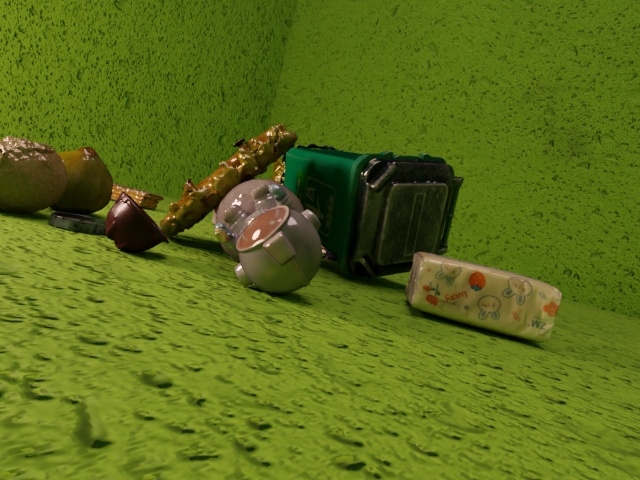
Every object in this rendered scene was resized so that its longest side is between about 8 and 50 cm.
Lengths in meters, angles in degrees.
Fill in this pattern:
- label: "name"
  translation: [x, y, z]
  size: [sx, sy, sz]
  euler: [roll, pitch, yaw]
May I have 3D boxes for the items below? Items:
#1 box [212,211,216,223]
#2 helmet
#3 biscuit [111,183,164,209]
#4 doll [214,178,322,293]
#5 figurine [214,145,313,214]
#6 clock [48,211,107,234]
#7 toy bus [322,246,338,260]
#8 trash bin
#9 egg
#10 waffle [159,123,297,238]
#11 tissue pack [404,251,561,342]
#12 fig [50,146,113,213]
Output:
- label: "box"
  translation: [-0.232, -0.071, 1.387]
  size: [0.203, 0.106, 0.252]
  euler: [11, 2, -21]
- label: "helmet"
  translation: [-0.252, -0.014, 0.568]
  size: [0.089, 0.057, 0.111]
  euler: [50, -13, -13]
- label: "biscuit"
  translation: [-0.714, -0.169, 1.441]
  size: [0.379, 0.054, 0.094]
  euler: [14, 2, 14]
- label: "doll"
  translation: [-0.072, -0.006, 0.598]
  size: [0.151, 0.151, 0.287]
  euler: [13, 10, -18]
- label: "figurine"
  translation: [-0.131, -0.108, 1.149]
  size: [0.187, 0.168, 0.315]
  euler: [-3, 32, 44]
- label: "clock"
  translation: [-0.366, -0.026, 0.650]
  size: [0.085, 0.017, 0.085]
  euler: [14, 3, -1]
- label: "toy bus"
  translation: [0.000, -0.001, 1.197]
  size: [0.274, 0.090, 0.112]
  euler: [15, 1, 27]
- label: "trash bin"
  translation: [0.095, -0.097, 0.980]
  size: [0.295, 0.259, 0.381]
  euler: [-5, 23, -35]
- label: "egg"
  translation: [-0.460, -0.100, 0.657]
  size: [0.118, 0.116, 0.140]
  euler: [-14, -4, 4]
- label: "waffle"
  translation: [-0.175, -0.116, 0.819]
  size: [0.068, 0.325, 0.302]
  euler: [49, -30, -10]
- label: "tissue pack"
  translation: [0.237, 0.082, 0.656]
  size: [0.196, 0.092, 0.148]
  euler: [13, 2, 8]
- label: "fig"
  translation: [-0.475, -0.109, 0.826]
  size: [0.153, 0.121, 0.136]
  euler: [-10, 0, 20]
